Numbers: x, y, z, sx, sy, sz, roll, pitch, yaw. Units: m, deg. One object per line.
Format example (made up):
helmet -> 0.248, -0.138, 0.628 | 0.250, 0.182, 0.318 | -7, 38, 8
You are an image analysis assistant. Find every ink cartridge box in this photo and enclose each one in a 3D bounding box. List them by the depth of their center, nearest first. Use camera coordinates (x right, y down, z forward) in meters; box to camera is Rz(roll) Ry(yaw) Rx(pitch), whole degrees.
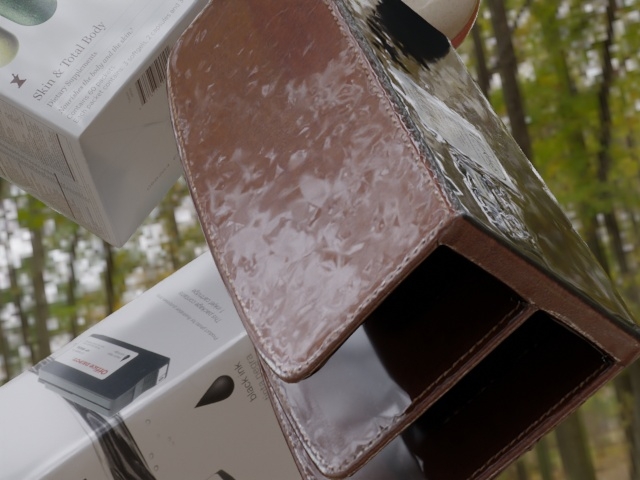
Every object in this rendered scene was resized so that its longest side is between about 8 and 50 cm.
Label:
ink cartridge box -> -0.146, 0.227, 1.311 | 0.395, 0.286, 0.166 | -34, 33, -20

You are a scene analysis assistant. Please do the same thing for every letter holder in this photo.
letter holder -> 0.000, 0.000, 0.790 | 0.152, 0.302, 0.214 | 31, -68, -36

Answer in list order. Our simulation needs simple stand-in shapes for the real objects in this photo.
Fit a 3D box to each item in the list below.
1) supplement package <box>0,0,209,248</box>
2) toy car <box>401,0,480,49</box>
supplement package -> -0.246, -0.170, 1.326 | 0.262, 0.199, 0.198 | 30, -23, 19
toy car -> 0.050, -0.215, 1.229 | 0.219, 0.210, 0.238 | -36, -15, -3
